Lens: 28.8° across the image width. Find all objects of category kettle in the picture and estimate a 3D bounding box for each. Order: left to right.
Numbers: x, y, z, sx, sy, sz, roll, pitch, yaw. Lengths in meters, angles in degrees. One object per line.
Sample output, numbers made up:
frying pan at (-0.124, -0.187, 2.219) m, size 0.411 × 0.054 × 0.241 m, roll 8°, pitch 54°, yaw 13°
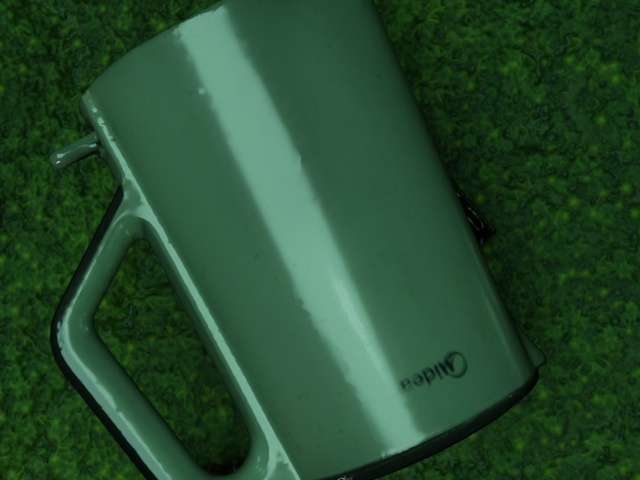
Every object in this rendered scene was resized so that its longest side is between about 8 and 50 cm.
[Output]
kettle at (-0.045, 0.020, 1.007) m, size 0.361 × 0.250 × 0.376 m, roll -26°, pitch 89°, yaw -17°

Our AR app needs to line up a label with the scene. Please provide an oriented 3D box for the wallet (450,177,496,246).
wallet at (0.000, 0.000, 1.175) m, size 0.262 × 0.071 × 0.221 m, roll -43°, pitch 86°, yaw 14°

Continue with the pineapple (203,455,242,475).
pineapple at (-0.132, 0.296, 1.060) m, size 0.166 × 0.364 × 0.165 m, roll 1°, pitch 95°, yaw 15°
